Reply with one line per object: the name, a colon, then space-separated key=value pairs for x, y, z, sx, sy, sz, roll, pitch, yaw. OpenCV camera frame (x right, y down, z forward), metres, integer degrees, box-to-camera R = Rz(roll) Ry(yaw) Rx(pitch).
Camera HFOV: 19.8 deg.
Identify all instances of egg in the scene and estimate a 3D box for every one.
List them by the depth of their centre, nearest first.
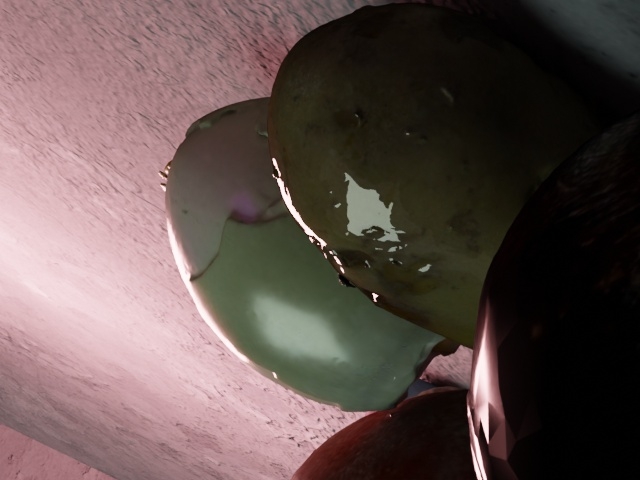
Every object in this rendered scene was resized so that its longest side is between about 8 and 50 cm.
egg: x=0.000 y=0.000 z=1.162 sx=0.217 sy=0.183 sz=0.183 roll=40 pitch=165 yaw=9

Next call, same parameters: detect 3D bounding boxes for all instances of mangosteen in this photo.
mangosteen: x=0.222 y=0.080 z=0.790 sx=0.330 sy=0.330 sz=0.330 roll=27 pitch=163 yaw=9

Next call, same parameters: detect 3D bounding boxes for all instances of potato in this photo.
potato: x=0.084 y=-0.026 z=0.994 sx=0.262 sy=0.165 sz=0.165 roll=30 pitch=164 yaw=-18

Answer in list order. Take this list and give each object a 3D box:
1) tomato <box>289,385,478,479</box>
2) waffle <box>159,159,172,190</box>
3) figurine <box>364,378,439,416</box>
tomato: x=0.111 y=0.249 z=1.202 sx=0.317 sy=0.282 sz=0.316 roll=29 pitch=146 yaw=22
waffle: x=-0.035 y=0.003 z=1.412 sx=0.197 sy=0.070 sz=0.193 roll=20 pitch=161 yaw=29
figurine: x=0.124 y=0.204 z=1.725 sx=0.260 sy=0.103 sz=0.205 roll=40 pitch=-164 yaw=-37
